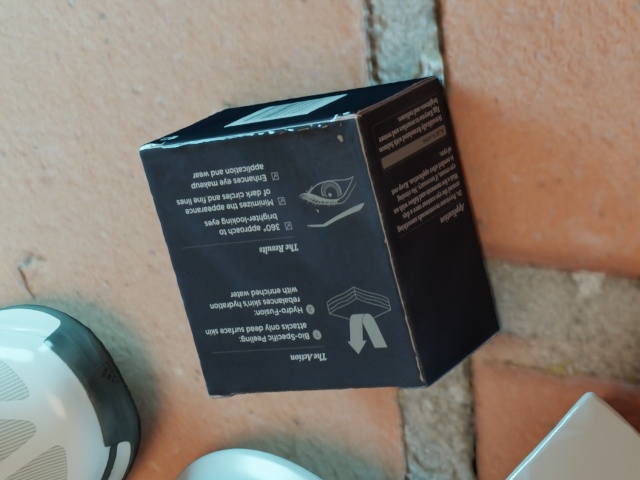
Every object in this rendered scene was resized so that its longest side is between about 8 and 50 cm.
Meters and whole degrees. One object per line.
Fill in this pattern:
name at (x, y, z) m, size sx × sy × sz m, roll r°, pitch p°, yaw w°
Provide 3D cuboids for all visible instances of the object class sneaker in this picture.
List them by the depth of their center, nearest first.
sneaker at (-0.334, 0.198, 1.244) m, size 0.447 × 0.257 × 0.169 m, roll -25°, pitch 94°, yaw 39°

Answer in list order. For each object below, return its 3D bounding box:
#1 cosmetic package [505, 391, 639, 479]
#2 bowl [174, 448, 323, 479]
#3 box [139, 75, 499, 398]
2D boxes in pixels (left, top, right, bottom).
cosmetic package at (0.147, 0.238, 0.942) m, size 0.224 × 0.138 × 0.225 m, roll 43°, pitch 88°, yaw 13°
bowl at (-0.053, 0.289, 1.129) m, size 0.298 × 0.134 × 0.298 m, roll 24°, pitch 125°, yaw 40°
box at (0.000, 0.000, 1.035) m, size 0.156 × 0.093 × 0.158 m, roll -5°, pitch 105°, yaw 36°
